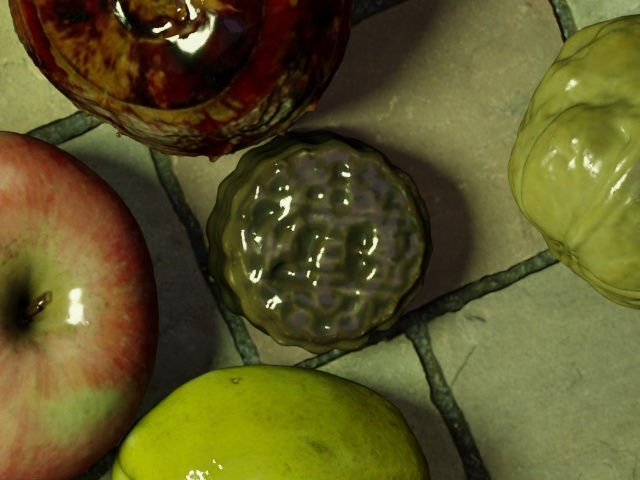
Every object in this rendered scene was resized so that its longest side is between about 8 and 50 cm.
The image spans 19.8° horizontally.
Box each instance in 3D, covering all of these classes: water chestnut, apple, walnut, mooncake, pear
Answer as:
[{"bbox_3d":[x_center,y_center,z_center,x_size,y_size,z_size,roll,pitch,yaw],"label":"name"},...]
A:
[{"bbox_3d":[-0.116,-0.253,1.760,0.350,0.302,0.350,6,115,14],"label":"water chestnut"},{"bbox_3d":[-0.315,0.072,1.731,0.344,0.269,0.345,3,85,-33],"label":"apple"},{"bbox_3d":[0.336,-0.077,1.878,0.277,0.282,0.253,-50,140,-14],"label":"walnut"},{"bbox_3d":[0.000,0.000,1.864,0.228,0.124,0.228,-1,93,-13],"label":"mooncake"},{"bbox_3d":[-0.052,0.240,1.797,0.307,0.253,0.253,-9,94,-29],"label":"pear"}]
